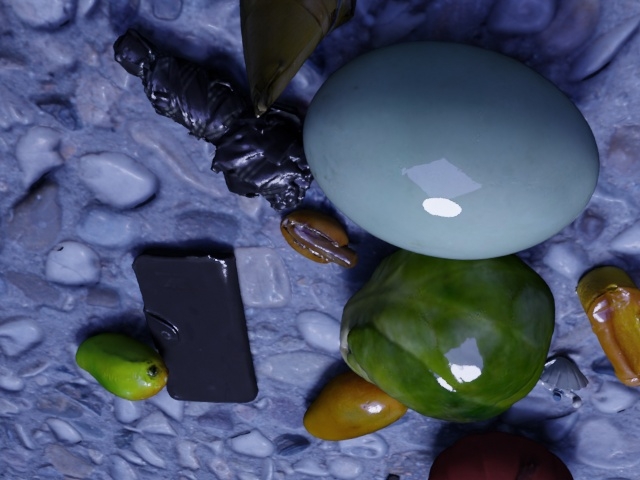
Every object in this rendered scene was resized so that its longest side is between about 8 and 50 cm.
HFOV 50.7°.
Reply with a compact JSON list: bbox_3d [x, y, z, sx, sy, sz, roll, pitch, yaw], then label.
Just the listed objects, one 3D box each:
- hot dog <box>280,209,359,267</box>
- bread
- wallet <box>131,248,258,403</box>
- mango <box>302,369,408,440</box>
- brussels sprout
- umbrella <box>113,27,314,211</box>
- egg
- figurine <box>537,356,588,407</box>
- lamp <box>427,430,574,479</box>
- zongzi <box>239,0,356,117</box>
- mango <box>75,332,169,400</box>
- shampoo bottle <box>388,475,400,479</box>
[{"bbox_3d":[-0.002,0.001,1.130,0.140,0.060,0.090,35,127,-22],"label":"hot dog"},{"bbox_3d":[0.525,0.153,1.159,0.102,0.094,0.245,-26,119,17],"label":"bread"},{"bbox_3d":[-0.233,0.167,1.288,0.197,0.051,0.377,2,125,8],"label":"wallet"},{"bbox_3d":[0.058,0.326,1.332,0.253,0.113,0.138,-31,121,34],"label":"mango"},{"bbox_3d":[0.191,0.142,1.072,0.355,0.281,0.289,-6,165,41],"label":"brussels sprout"},{"bbox_3d":[-0.154,-0.169,0.993,0.337,0.128,0.154,27,110,-5],"label":"umbrella"},{"bbox_3d":[0.169,-0.115,0.887,0.389,0.276,0.276,10,127,-5],"label":"egg"},{"bbox_3d":[0.441,0.261,1.249,0.095,0.086,0.082,4,128,4],"label":"figurine"},{"bbox_3d":[0.358,0.523,1.341,0.303,0.257,0.303,4,116,7],"label":"lamp"},{"bbox_3d":[-0.054,-0.320,0.759,0.123,0.289,0.260,2,128,22],"label":"zongzi"},{"bbox_3d":[-0.384,0.244,1.311,0.233,0.111,0.125,3,113,35],"label":"mango"},{"bbox_3d":[0.145,0.606,1.570,0.080,0.040,0.165,18,127,-4],"label":"shampoo bottle"}]
